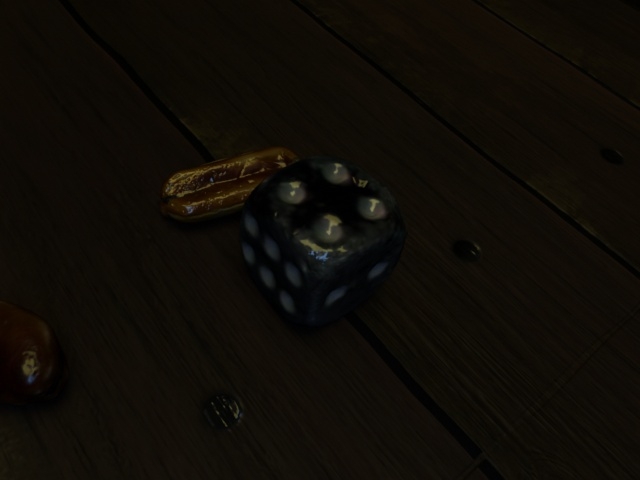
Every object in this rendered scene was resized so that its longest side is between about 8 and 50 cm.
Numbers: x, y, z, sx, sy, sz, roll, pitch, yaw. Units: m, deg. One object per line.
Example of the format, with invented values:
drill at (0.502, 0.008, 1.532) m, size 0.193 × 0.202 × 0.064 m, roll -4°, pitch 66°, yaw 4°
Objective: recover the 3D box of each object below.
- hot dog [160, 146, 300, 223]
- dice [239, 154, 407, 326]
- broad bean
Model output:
hot dog at (-0.143, -0.090, 0.943) m, size 0.250 × 0.068 × 0.100 m, roll -17°, pitch 66°, yaw -22°
dice at (0.000, 0.000, 0.825) m, size 0.183 × 0.181 × 0.182 m, roll -28°, pitch 59°, yaw -29°
broad bean at (-0.385, 0.136, 0.691) m, size 0.165 × 0.084 × 0.114 m, roll 17°, pitch 54°, yaw 10°
